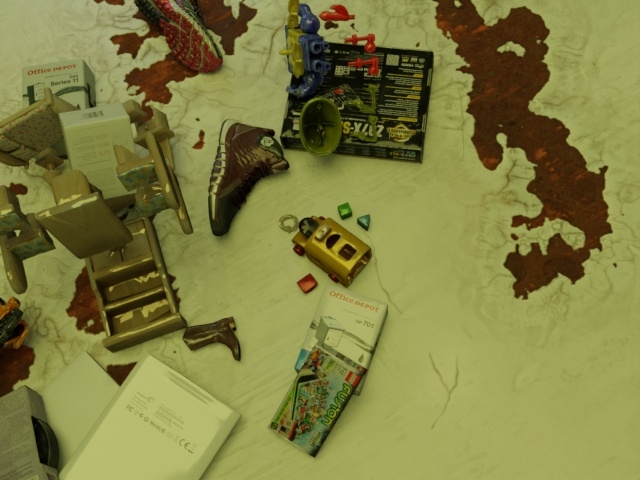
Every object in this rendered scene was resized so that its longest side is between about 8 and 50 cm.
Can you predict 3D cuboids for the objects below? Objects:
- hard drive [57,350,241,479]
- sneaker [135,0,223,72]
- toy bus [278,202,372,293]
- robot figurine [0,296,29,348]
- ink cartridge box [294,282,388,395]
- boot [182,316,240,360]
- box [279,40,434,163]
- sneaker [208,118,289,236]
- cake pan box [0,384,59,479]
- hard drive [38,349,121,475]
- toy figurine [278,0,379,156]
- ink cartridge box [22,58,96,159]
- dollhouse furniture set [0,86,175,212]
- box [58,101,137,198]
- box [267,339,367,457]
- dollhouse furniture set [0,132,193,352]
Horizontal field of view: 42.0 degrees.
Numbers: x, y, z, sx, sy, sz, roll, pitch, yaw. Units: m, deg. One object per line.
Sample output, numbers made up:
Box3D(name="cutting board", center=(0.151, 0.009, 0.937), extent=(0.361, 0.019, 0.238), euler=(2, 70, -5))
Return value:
Box3D(name="hard drive", center=(-0.350, 0.430, 1.645), extent=(0.233, 0.047, 0.353), euler=(33, 78, 3))
Box3D(name="sneaker", center=(-0.323, -0.532, 1.993), extent=(0.112, 0.121, 0.299), euler=(-28, 76, -38))
Box3D(name="toy bus", center=(0.013, 0.003, 1.771), extent=(0.202, 0.104, 0.191), euler=(-8, 69, 1))
Box3D(name="robot figurine", center=(-0.719, 0.240, 1.723), extent=(0.291, 0.085, 0.211), euler=(-51, 32, -19))
Box3D(name="ink cartridge box", center=(0.045, 0.202, 1.708), extent=(0.139, 0.082, 0.191), euler=(18, 75, 11))
Box3D(name="boot", center=(-0.228, 0.217, 1.747), extent=(0.114, 0.037, 0.106), euler=(-14, 56, -4))
Box3D(name="box", center=(0.086, -0.319, 1.898), extent=(0.322, 0.079, 0.257), euler=(6, 72, 7))
Box3D(name="sneaker", center=(-0.153, -0.139, 1.838), extent=(0.162, 0.106, 0.281), euler=(5, 70, 3))
Box3D(name="cake pan box", center=(-0.642, 0.444, 1.621), extent=(0.267, 0.070, 0.246), euler=(-28, 58, 1))
Box3D(name="hard drive", center=(-0.528, 0.410, 1.698), extent=(0.210, 0.040, 0.319), euler=(41, 78, 16))
Box3D(name="toy figurine", center=(0.001, -0.389, 1.827), extent=(0.191, 0.217, 0.362), euler=(-13, 113, -15))
Box3D(name="ink cartridge box", center=(-0.607, -0.307, 1.943), extent=(0.153, 0.087, 0.208), euler=(-10, 69, 0))
Box3D(name="dollhouse furniture set", center=(-0.520, -0.193, 1.737), extent=(0.303, 0.355, 0.174), euler=(-24, 68, 19))
Box3D(name="box", center=(-0.445, -0.177, 1.692), extent=(0.130, 0.170, 0.091), euler=(-13, 32, -18))
Box3D(name="box", center=(-0.007, 0.311, 1.636), extent=(0.114, 0.036, 0.207), euler=(30, 106, 7))
Box3D(name="dollhouse furniture set", center=(-0.419, 0.036, 1.638), extent=(0.362, 0.394, 0.256), euler=(-20, 70, -3))
